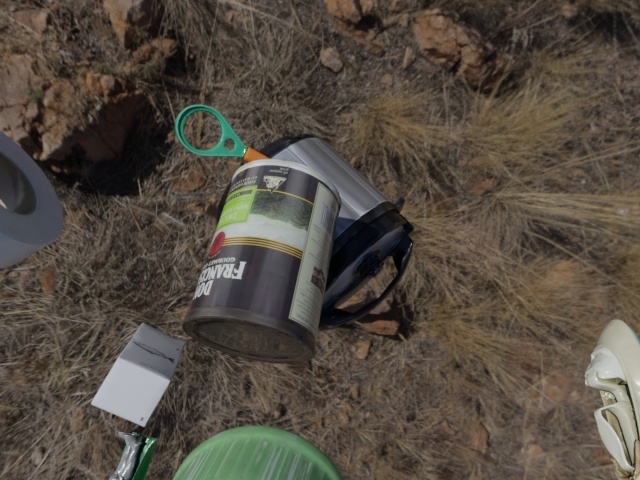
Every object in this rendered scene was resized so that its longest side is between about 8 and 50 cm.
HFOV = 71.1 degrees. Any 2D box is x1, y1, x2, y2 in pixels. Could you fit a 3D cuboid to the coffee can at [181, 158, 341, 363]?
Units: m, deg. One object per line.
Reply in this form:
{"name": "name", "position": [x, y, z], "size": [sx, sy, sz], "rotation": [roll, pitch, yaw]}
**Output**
{"name": "coffee can", "position": [-0.084, 0.037, 0.732], "size": [0.201, 0.201, 0.275], "rotation": [21, 59, -16]}

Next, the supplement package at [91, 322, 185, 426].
{"name": "supplement package", "position": [-0.347, 0.255, 0.877], "size": [0.105, 0.179, 0.105], "rotation": [30, 95, -12]}

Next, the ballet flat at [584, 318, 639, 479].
{"name": "ballet flat", "position": [0.437, 0.231, 0.654], "size": [0.086, 0.086, 0.249], "rotation": [15, 56, -17]}

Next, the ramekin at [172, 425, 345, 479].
{"name": "ramekin", "position": [-0.100, 0.435, 0.618], "size": [0.303, 0.148, 0.304], "rotation": [0, 90, 6]}

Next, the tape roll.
{"name": "tape roll", "position": [-0.635, -0.090, 0.845], "size": [0.100, 0.286, 0.286], "rotation": [-28, 91, 3]}

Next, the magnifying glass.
{"name": "magnifying glass", "position": [-0.169, -0.181, 0.867], "size": [0.231, 0.026, 0.092], "rotation": [25, 89, -33]}

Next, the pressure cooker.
{"name": "pressure cooker", "position": [-0.001, -0.001, 1.091], "size": [0.420, 0.370, 0.375], "rotation": [44, 24, 16]}

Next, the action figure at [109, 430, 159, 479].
{"name": "action figure", "position": [-0.320, 0.419, 0.681], "size": [0.063, 0.137, 0.232], "rotation": [22, 63, -25]}
